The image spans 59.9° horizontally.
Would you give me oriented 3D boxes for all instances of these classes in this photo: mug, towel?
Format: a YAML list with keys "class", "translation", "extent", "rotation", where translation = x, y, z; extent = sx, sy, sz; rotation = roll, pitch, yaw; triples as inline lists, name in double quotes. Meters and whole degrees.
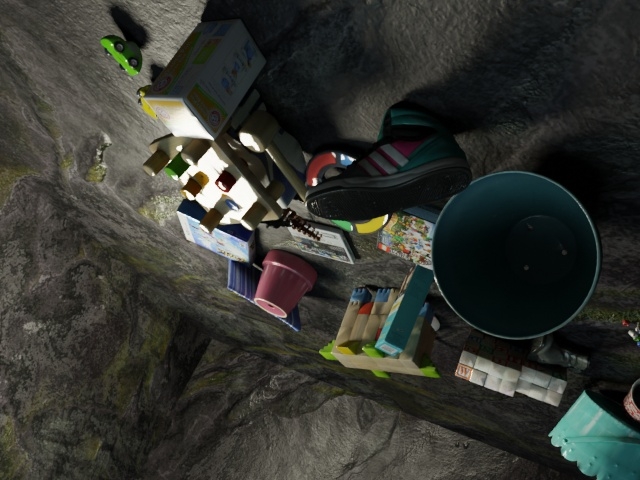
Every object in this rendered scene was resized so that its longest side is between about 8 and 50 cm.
- class: "mug"
  translation: [0.920, 0.459, 1.532]
  extent: [0.150, 0.113, 0.169]
  rotation: [19, 159, 23]
- class: "towel"
  translation: [-0.213, 0.194, 2.082]
  extent: [0.336, 0.040, 0.243]
  rotation: [35, -162, -24]

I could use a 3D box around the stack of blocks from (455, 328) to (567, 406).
- class: "stack of blocks"
  translation: [0.571, 0.384, 1.658]
  extent: [0.297, 0.087, 0.171]
  rotation: [18, -161, 18]

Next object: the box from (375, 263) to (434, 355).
- class: "box"
  translation: [0.233, 0.188, 1.518]
  extent: [0.060, 0.244, 0.100]
  rotation: [27, 157, 1]

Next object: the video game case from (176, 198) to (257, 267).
- class: "video game case"
  translation: [-0.359, -0.019, 1.957]
  extent: [0.269, 0.061, 0.244]
  rotation: [24, 158, 6]

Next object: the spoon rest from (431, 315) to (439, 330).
- class: "spoon rest"
  translation: [0.345, 0.310, 1.900]
  extent: [0.137, 0.084, 0.276]
  rotation: [13, 140, 27]

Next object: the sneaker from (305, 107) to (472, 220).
- class: "sneaker"
  translation: [0.111, -0.150, 1.015]
  extent: [0.295, 0.179, 0.124]
  rotation: [-11, 146, 11]

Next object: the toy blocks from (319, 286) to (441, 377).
- class: "toy blocks"
  translation: [0.212, 0.267, 1.725]
  extent: [0.381, 0.261, 0.191]
  rotation: [-3, 142, 38]

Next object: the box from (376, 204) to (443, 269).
- class: "box"
  translation: [0.223, -0.019, 1.347]
  extent: [0.159, 0.044, 0.233]
  rotation: [21, 156, 13]

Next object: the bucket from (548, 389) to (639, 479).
- class: "bucket"
  translation: [0.856, 0.595, 1.662]
  extent: [0.281, 0.183, 0.281]
  rotation: [27, -168, -6]

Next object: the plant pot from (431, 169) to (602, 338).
- class: "plant pot"
  translation: [0.380, 0.021, 1.031]
  extent: [0.290, 0.291, 0.195]
  rotation: [9, -173, 37]

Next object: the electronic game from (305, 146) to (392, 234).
- class: "electronic game"
  translation: [0.062, -0.108, 1.258]
  extent: [0.229, 0.048, 0.229]
  rotation: [26, 142, 23]

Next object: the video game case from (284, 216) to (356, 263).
- class: "video game case"
  translation: [0.000, 0.000, 1.660]
  extent: [0.190, 0.022, 0.173]
  rotation: [14, 153, 27]

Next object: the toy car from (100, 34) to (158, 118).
- class: "toy car"
  translation: [-0.387, -0.371, 1.237]
  extent: [0.239, 0.053, 0.225]
  rotation: [11, 149, 49]

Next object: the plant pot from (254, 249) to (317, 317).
- class: "plant pot"
  translation: [-0.135, 0.160, 1.940]
  extent: [0.201, 0.180, 0.201]
  rotation: [23, 158, 10]

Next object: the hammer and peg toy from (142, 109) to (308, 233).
- class: "hammer and peg toy"
  translation: [-0.191, -0.129, 1.155]
  extent: [0.361, 0.127, 0.266]
  rotation: [-2, 136, 49]

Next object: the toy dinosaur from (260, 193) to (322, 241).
- class: "toy dinosaur"
  translation: [-0.128, -0.109, 1.466]
  extent: [0.321, 0.165, 0.218]
  rotation: [14, 176, -16]

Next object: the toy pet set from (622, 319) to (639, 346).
- class: "toy pet set"
  translation: [0.774, 0.247, 1.291]
  extent: [0.122, 0.065, 0.114]
  rotation: [41, 154, -31]

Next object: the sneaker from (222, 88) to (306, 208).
- class: "sneaker"
  translation: [-0.173, -0.225, 1.262]
  extent: [0.182, 0.127, 0.316]
  rotation: [9, 145, 43]

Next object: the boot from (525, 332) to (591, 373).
- class: "boot"
  translation: [0.665, 0.301, 1.528]
  extent: [0.161, 0.084, 0.246]
  rotation: [13, 161, 19]

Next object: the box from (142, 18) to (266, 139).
- class: "box"
  translation: [-0.209, -0.296, 1.020]
  extent: [0.114, 0.203, 0.103]
  rotation: [10, 152, 34]
